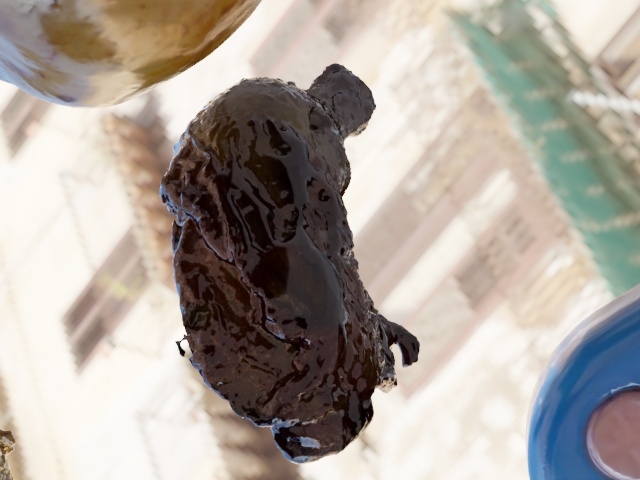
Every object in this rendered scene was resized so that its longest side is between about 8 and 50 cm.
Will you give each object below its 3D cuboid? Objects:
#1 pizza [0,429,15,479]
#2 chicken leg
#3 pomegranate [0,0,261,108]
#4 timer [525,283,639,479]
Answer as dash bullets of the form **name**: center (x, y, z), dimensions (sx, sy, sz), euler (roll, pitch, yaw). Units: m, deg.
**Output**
- **pizza**: center (-0.262, 0.120, 1.315), dimensions (0.134, 0.056, 0.271), euler (38, 172, 35)
- **chicken leg**: center (-0.009, -0.007, 1.166), dimensions (0.177, 0.083, 0.322), euler (27, -140, -41)
- **pomegranate**: center (-0.129, -0.182, 1.002), dimensions (0.248, 0.248, 0.248), euler (31, -154, -17)
- **timer**: center (0.315, 0.133, 1.241), dimensions (0.309, 0.340, 0.115), euler (55, -168, -10)
